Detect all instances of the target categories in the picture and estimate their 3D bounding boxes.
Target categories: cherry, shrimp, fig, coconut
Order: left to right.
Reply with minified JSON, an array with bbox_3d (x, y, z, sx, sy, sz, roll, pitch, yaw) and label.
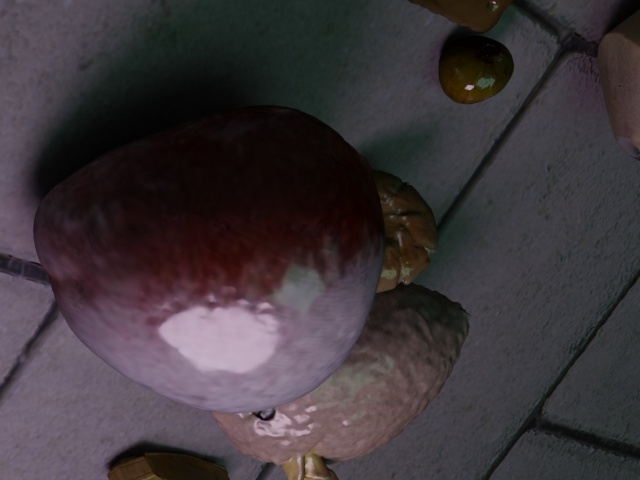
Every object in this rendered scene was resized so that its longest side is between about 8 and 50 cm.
[{"bbox_3d":[-0.100,0.026,1.753,0.335,0.291,0.326,-19,144,-10],"label":"cherry"},{"bbox_3d":[0.000,0.000,1.962,0.267,0.145,0.061,-14,175,-6],"label":"shrimp"},{"bbox_3d":[0.169,-0.185,1.992,0.098,0.082,0.084,-60,-179,43],"label":"fig"},{"bbox_3d":[0.459,-0.191,2.150,0.244,0.239,0.239,-39,144,-10],"label":"coconut"}]

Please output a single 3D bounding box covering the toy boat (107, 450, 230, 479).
[{"bbox_3d":[-0.177,0.298,2.103,0.072,0.064,0.206,-42,147,17],"label":"toy boat"}]

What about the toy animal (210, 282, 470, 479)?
[{"bbox_3d":[0.017,0.149,2.041,0.358,0.188,0.226,-11,124,-24],"label":"toy animal"}]

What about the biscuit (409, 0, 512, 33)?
[{"bbox_3d":[0.141,-0.340,1.838,0.325,0.044,0.217,15,113,-51],"label":"biscuit"}]
